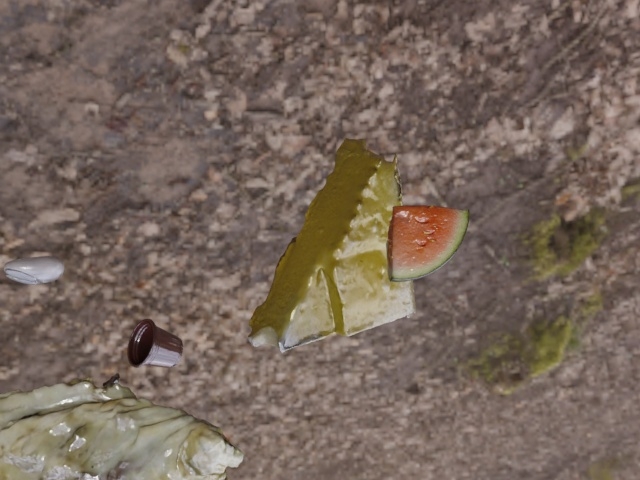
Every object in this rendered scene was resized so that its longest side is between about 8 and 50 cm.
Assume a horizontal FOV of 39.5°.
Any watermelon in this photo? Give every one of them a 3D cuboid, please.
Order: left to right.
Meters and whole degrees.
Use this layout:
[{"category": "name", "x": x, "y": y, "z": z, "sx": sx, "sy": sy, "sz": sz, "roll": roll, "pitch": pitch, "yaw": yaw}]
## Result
[{"category": "watermelon", "x": 0.128, "y": -0.012, "z": 1.149, "sx": 0.135, "sy": 0.094, "sz": 0.125, "roll": -33, "pitch": -168, "yaw": 14}]

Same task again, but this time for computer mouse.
[{"category": "computer mouse", "x": -0.476, "y": 0.053, "z": 1.487, "sx": 0.096, "sy": 0.039, "sz": 0.066, "roll": -6, "pitch": 165, "yaw": -22}]

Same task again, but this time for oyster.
[{"category": "oyster", "x": -0.236, "y": 0.222, "z": 0.797, "sx": 0.355, "sy": 0.201, "sz": 0.107, "roll": -27, "pitch": -169, "yaw": 23}]

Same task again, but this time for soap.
[{"category": "soap", "x": 0.000, "y": 0.000, "z": 1.609, "sx": 0.304, "sy": 0.338, "sz": 0.169, "roll": -14, "pitch": -169, "yaw": -31}]

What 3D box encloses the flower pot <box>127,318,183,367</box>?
[{"category": "flower pot", "x": -0.355, "y": 0.233, "z": 1.949, "sx": 0.089, "sy": 0.111, "sz": 0.111, "roll": 21, "pitch": 148, "yaw": -36}]
